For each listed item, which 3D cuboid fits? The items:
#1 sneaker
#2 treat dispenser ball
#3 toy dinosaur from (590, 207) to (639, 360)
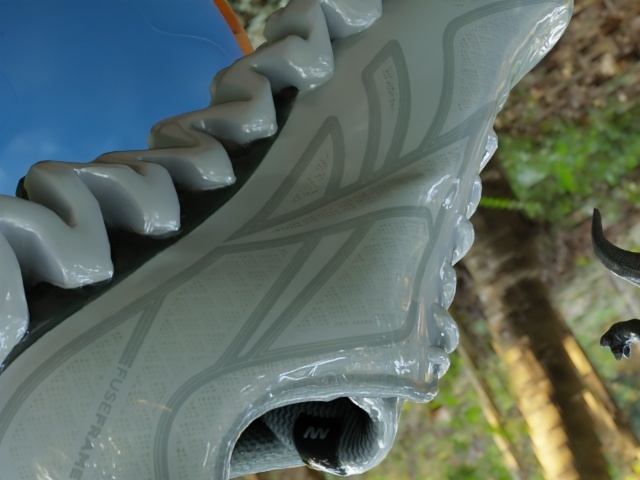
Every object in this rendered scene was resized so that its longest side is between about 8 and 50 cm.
[{"bbox_3d":[0.000,0.000,0.455,0.292,0.118,0.110,-41,166,-36],"label":"sneaker"},{"bbox_3d":[-0.177,-0.077,1.046,0.288,0.288,0.288,-31,175,-3],"label":"treat dispenser ball"},{"bbox_3d":[0.323,0.095,1.182,0.160,0.313,0.121,-39,150,30],"label":"toy dinosaur"}]
